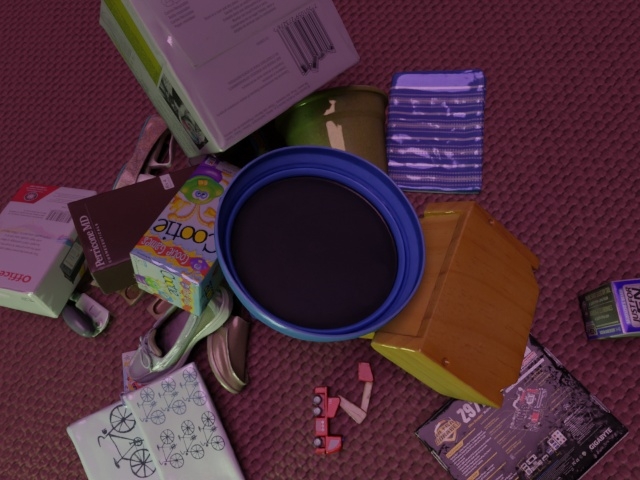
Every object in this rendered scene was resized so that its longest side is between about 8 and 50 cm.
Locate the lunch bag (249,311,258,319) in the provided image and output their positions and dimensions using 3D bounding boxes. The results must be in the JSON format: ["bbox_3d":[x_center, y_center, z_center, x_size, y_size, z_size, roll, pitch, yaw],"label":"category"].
[{"bbox_3d":[-0.083,0.088,1.152,0.176,0.090,0.218,-1,72,12],"label":"lunch bag"}]

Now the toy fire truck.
[{"bbox_3d":[0.052,0.366,1.066,0.135,0.047,0.192,-3,74,8],"label":"toy fire truck"}]

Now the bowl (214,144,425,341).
[{"bbox_3d":[0.000,0.000,0.909,0.391,0.077,0.391,6,62,-12],"label":"bowl"}]

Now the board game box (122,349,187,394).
[{"bbox_3d":[-0.397,0.308,1.171,0.154,0.026,0.103,-14,71,6],"label":"board game box"}]

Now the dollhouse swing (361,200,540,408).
[{"bbox_3d":[0.227,0.133,1.059,0.315,0.305,0.346,37,61,-19],"label":"dollhouse swing"}]

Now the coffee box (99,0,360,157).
[{"bbox_3d":[-0.193,-0.401,0.979,0.338,0.334,0.338,-37,110,-17],"label":"coffee box"}]

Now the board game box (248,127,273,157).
[{"bbox_3d":[-0.127,-0.195,1.218,0.035,0.136,0.201,-26,72,2],"label":"board game box"}]

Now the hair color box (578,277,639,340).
[{"bbox_3d":[0.719,0.125,0.950,0.339,0.185,0.110,-6,74,9],"label":"hair color box"}]

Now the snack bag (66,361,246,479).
[{"bbox_3d":[-0.364,0.479,1.070,0.343,0.037,0.323,-24,86,2],"label":"snack bag"}]

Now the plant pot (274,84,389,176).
[{"bbox_3d":[0.050,-0.181,1.137,0.276,0.276,0.253,-12,84,6],"label":"plant pot"}]

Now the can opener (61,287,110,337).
[{"bbox_3d":[-0.648,0.146,1.235,0.280,0.093,0.074,30,81,21],"label":"can opener"}]

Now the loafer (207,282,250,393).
[{"bbox_3d":[-0.207,0.215,1.127,0.092,0.102,0.268,-20,70,10],"label":"loafer"}]

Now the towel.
[{"bbox_3d":[0.288,-0.281,1.224,0.243,0.040,0.335,4,74,12],"label":"towel"}]

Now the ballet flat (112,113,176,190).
[{"bbox_3d":[-0.456,-0.194,1.295,0.106,0.107,0.315,16,78,7],"label":"ballet flat"}]

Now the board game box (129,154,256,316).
[{"bbox_3d":[-0.237,-0.015,0.986,0.142,0.144,0.275,25,56,3],"label":"board game box"}]

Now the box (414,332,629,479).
[{"bbox_3d":[0.396,0.386,0.986,0.322,0.079,0.257,-41,69,-4],"label":"box"}]

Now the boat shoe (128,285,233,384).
[{"bbox_3d":[-0.332,0.207,1.085,0.320,0.103,0.118,-40,54,18],"label":"boat shoe"}]

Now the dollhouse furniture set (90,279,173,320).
[{"bbox_3d":[-0.429,0.111,1.184,0.151,0.123,0.144,40,84,18],"label":"dollhouse furniture set"}]

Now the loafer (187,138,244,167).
[{"bbox_3d":[-0.239,-0.305,1.283,0.112,0.111,0.319,36,82,18],"label":"loafer"}]

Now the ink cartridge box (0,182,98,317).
[{"bbox_3d":[-0.697,0.015,1.212,0.226,0.131,0.306,9,57,12],"label":"ink cartridge box"}]

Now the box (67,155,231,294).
[{"bbox_3d":[-0.359,-0.043,1.149,0.382,0.143,0.191,-23,70,-18],"label":"box"}]
